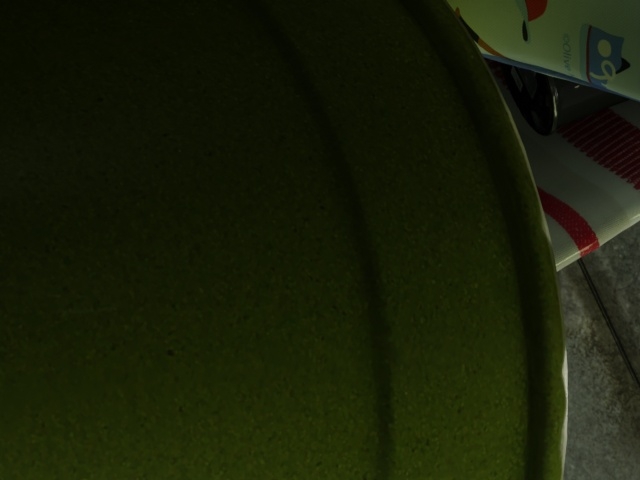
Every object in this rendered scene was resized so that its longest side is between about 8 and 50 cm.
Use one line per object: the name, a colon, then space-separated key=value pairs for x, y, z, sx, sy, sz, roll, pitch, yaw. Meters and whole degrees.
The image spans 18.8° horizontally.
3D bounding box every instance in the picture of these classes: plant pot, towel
plant pot: x=-0.163 y=0.054 z=0.722 sx=0.353 sy=0.366 sz=0.366 roll=-5 pitch=163 yaw=-35
towel: x=0.172 y=-0.089 z=1.194 sx=0.329 sy=0.037 sz=0.237 roll=-32 pitch=-148 yaw=-5

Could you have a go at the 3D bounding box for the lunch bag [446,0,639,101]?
lunch bag: x=0.203 y=-0.151 z=0.910 sx=0.303 sy=0.115 sz=0.243 roll=-18 pitch=-152 yaw=-32

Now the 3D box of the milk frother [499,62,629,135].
milk frother: x=0.171 y=-0.143 z=1.079 sx=0.134 sy=0.129 sz=0.143 roll=-21 pitch=178 yaw=-9
